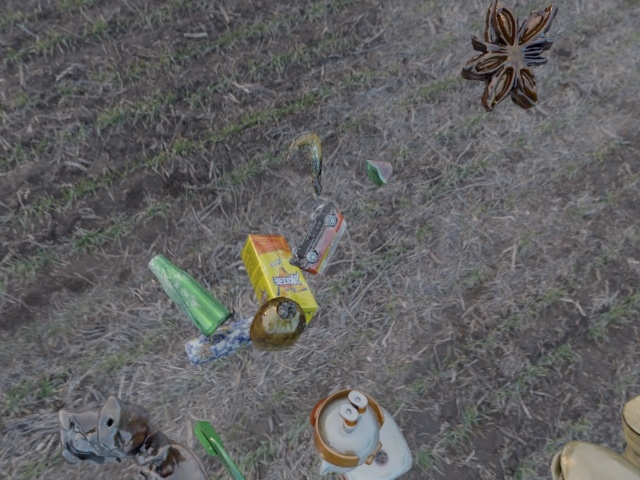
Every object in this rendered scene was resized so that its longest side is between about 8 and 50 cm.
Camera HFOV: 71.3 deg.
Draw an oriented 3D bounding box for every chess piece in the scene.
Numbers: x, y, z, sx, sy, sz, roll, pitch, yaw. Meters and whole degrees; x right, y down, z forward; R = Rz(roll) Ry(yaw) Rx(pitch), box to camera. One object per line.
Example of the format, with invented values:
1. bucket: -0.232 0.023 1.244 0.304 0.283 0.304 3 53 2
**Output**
1. chess piece: 0.673 0.458 0.891 0.137 0.137 0.300 -21 115 -15

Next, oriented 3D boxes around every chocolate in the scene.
1. chocolate: -0.406 0.159 1.356 0.291 0.110 0.110 44 71 4

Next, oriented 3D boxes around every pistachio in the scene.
1. pistachio: 0.454 0.407 0.667 0.136 0.135 0.226 -31 58 -17

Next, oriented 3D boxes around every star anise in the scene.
1. star anise: 0.219 -0.242 0.517 0.098 0.070 0.190 12 97 3
2. star anise: -0.317 0.354 0.754 0.257 0.199 0.110 46 47 -21

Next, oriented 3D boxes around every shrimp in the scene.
1. shrimp: -0.043 -0.215 1.285 0.148 0.035 0.195 -22 115 -51

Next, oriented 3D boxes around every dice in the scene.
1. dice: 0.127 0.592 1.252 0.194 0.193 0.191 -18 59 -20

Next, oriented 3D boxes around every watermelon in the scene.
1. watermelon: 0.169 -0.207 1.320 0.072 0.084 0.092 -39 95 -28

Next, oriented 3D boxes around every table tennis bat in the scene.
1. table tennis bat: -0.203 0.422 0.891 0.039 0.257 0.160 -34 107 -25

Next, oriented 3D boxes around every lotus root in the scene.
1. lotus root: -0.118 0.230 1.231 0.145 0.260 0.128 -9 60 -23

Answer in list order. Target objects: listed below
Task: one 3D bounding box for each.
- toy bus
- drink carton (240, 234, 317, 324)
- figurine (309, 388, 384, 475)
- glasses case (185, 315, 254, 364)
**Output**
1. toy bus: 0.000 0.000 1.093 0.077 0.079 0.174 37 76 -37
2. drink carton: -0.155 0.136 1.569 0.155 0.111 0.351 2 42 -33
3. figurine: 0.053 0.389 0.871 0.144 0.271 0.143 -6 33 4
4. glasses case: -0.299 0.315 1.410 0.248 0.065 0.086 -19 62 -24
